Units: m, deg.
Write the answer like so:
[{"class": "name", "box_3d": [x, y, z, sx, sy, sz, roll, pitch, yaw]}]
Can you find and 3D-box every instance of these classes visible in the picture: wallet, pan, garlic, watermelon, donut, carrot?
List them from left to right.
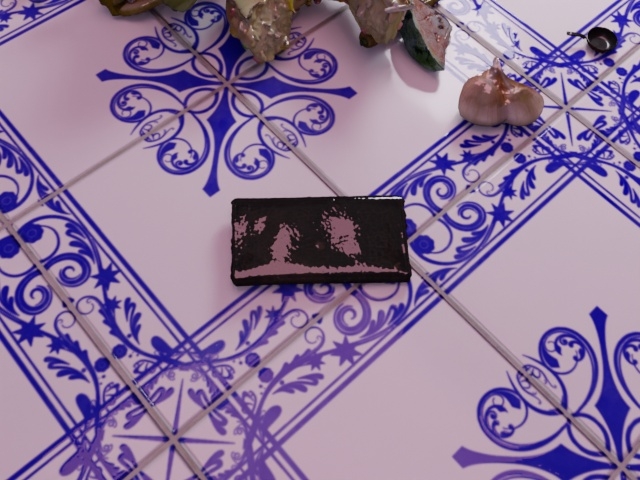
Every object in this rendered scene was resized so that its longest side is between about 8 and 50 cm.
[{"class": "donut", "box_3d": [-0.006, -0.505, 1.285, 0.370, 0.150, 0.307, -8, 59, 6]}, {"class": "wallet", "box_3d": [0.000, 0.000, 1.121, 0.321, 0.044, 0.171, -1, 65, -7]}, {"class": "carrot", "box_3d": [0.180, -0.486, 1.370, 0.254, 0.049, 0.049, -34, 70, -21]}, {"class": "watermelon", "box_3d": [0.227, -0.439, 1.341, 0.139, 0.071, 0.187, -21, 88, -40]}, {"class": "garlic", "box_3d": [0.361, -0.284, 1.253, 0.174, 0.099, 0.124, 8, 78, 0]}, {"class": "pan", "box_3d": [0.592, -0.440, 1.377, 0.115, 0.023, 0.069, 9, 64, -2]}]

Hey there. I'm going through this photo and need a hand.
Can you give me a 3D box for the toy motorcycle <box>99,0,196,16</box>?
[{"class": "toy motorcycle", "box_3d": [-0.313, -0.561, 1.276, 0.410, 0.169, 0.237, 16, 52, 38]}]
